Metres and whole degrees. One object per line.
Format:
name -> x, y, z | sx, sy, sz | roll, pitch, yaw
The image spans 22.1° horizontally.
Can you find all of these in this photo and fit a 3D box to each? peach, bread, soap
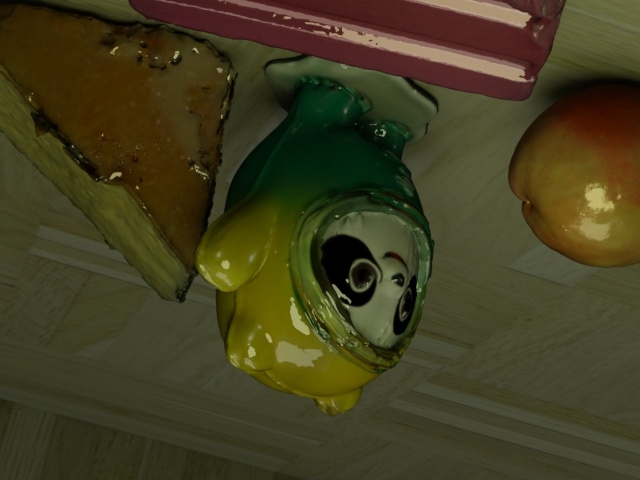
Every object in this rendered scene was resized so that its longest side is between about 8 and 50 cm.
peach -> 0.274, -0.062, 1.592 | 0.184, 0.184, 0.184 | 11, 159, 4
bread -> -0.253, -0.082, 1.738 | 0.315, 0.279, 0.248 | 2, 168, -8
soap -> 0.025, -0.242, 1.341 | 0.360, 0.128, 0.233 | 13, 161, -1

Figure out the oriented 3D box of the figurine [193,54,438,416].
figurine -> 0.000, 0.000, 1.685 | 0.231, 0.340, 0.324 | -5, 152, 39
